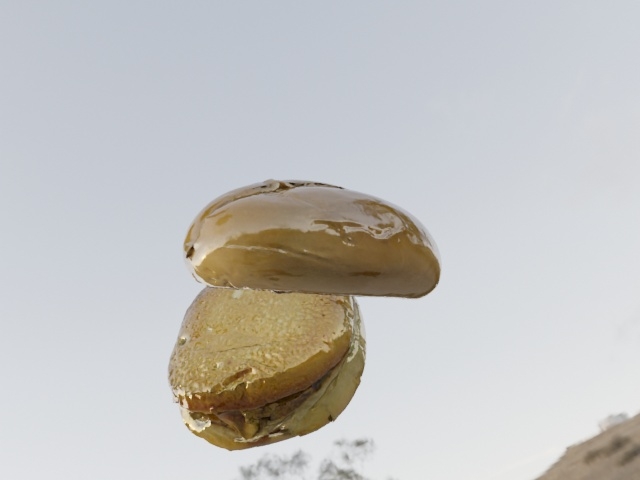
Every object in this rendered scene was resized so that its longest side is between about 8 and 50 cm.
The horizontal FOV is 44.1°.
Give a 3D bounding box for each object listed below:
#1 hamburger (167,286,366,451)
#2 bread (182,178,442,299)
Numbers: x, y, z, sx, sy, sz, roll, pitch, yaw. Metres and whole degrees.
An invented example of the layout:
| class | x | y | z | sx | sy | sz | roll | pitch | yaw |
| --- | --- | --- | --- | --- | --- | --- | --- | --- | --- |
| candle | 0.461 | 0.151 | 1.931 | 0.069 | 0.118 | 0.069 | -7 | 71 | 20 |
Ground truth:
| class | x | y | z | sx | sy | sz | roll | pitch | yaw |
| --- | --- | --- | --- | --- | --- | --- | --- | --- | --- |
| hamburger | -0.079 | 0.150 | 1.141 | 0.289 | 0.314 | 0.170 | -11 | -52 | 13 |
| bread | 0.000 | 0.000 | 0.496 | 0.189 | 0.078 | 0.114 | 3 | -8 | -41 |
